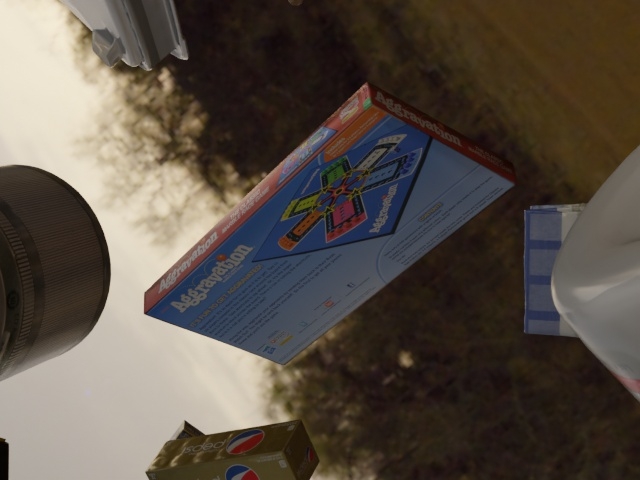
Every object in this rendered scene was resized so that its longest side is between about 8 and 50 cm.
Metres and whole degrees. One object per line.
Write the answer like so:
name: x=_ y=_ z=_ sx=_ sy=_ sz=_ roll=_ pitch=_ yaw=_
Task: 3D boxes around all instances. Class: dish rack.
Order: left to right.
dish rack: x=-0.255 y=-0.288 z=1.104 sx=0.285 sy=0.072 sz=0.333 roll=44 pitch=171 yaw=7

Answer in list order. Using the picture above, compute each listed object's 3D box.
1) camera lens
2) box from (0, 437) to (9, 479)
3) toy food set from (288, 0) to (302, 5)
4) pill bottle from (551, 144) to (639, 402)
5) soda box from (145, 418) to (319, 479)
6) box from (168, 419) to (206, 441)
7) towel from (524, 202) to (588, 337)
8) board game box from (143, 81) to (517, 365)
camera lens: x=-0.358 y=0.040 z=1.201 sx=0.219 sy=0.219 sz=0.274 roll=51 pitch=-162 yaw=5
box: x=-0.518 y=0.333 z=1.460 sx=0.257 sy=0.079 sz=0.322 roll=24 pitch=-161 yaw=-24
toy food set: x=-0.095 y=-0.316 z=1.209 sx=0.192 sy=0.132 sz=0.038 roll=14 pitch=-163 yaw=-3
pill bottle: x=0.341 y=0.099 z=0.659 sx=0.407 sy=0.229 sz=0.229 roll=46 pitch=-178 yaw=-8
soda box: x=-0.098 y=0.248 z=1.301 sx=0.058 sy=0.181 sz=0.061 roll=66 pitch=-152 yaw=-19
box: x=-0.110 y=0.287 z=1.408 sx=0.169 sy=0.054 sz=0.059 roll=37 pitch=178 yaw=-6
towel: x=0.446 y=0.046 z=1.780 sx=0.034 sy=0.285 sz=0.209 roll=0 pitch=-90 yaw=-64
board game box: x=0.000 y=0.000 z=0.913 sx=0.145 sy=0.281 sz=0.027 roll=24 pitch=-138 yaw=-33
